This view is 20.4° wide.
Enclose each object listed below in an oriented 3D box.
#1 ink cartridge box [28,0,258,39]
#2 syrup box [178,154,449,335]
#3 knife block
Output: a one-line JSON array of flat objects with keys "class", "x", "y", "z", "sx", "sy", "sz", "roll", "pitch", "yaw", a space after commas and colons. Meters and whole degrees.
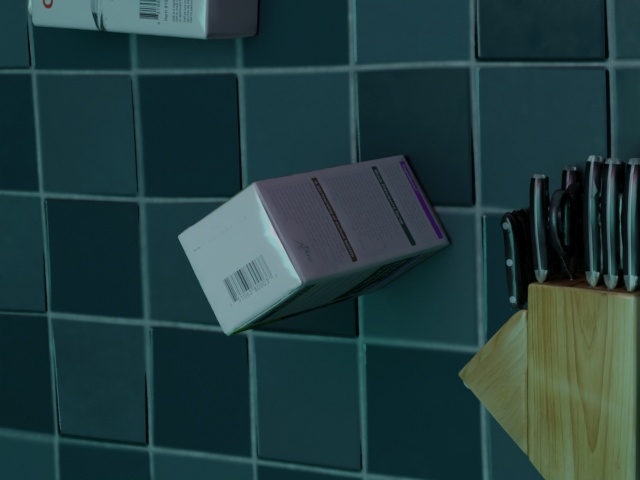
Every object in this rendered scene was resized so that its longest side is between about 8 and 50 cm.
[{"class": "ink cartridge box", "x": -0.163, "y": -0.268, "z": 1.643, "sx": 0.208, "sy": 0.087, "sz": 0.153, "roll": 9, "pitch": 102, "yaw": 31}, {"class": "syrup box", "x": 0.000, "y": 0.000, "z": 1.490, "sx": 0.093, "sy": 0.237, "sz": 0.096, "roll": -33, "pitch": 78, "yaw": 33}, {"class": "knife block", "x": 0.243, "y": 0.076, "z": 1.434, "sx": 0.275, "sy": 0.088, "sz": 0.242, "roll": 51, "pitch": 121, "yaw": 16}]
